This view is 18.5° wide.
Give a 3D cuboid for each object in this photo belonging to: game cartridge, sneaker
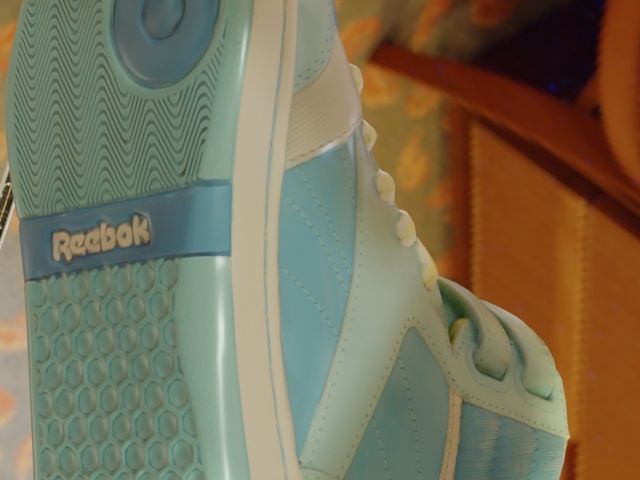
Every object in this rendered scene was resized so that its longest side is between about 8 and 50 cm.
[{"bbox_3d":[-0.209,-0.023,1.298,0.017,0.056,0.083,18,89,-12],"label":"game cartridge"},{"bbox_3d":[0.000,0.000,0.719,0.208,0.127,0.319,1,90,-46],"label":"sneaker"}]
